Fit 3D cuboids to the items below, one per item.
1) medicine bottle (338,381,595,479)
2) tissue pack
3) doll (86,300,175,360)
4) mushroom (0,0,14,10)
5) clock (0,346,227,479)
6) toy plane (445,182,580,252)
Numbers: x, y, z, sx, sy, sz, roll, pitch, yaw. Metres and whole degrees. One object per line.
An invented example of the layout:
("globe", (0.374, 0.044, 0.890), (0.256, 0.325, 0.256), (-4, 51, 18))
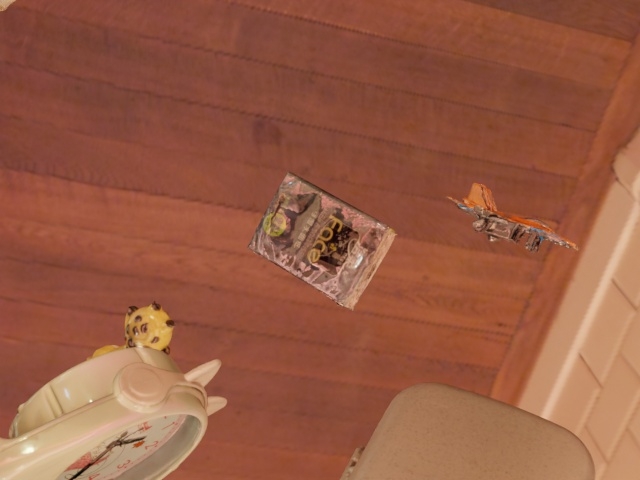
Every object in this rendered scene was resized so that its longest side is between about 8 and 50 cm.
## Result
("medicine bottle", (0.135, 0.323, 0.996), (0.282, 0.375, 0.123), (19, 133, 16))
("tissue pack", (0.000, 0.000, 1.767), (0.235, 0.073, 0.173), (31, 91, 22))
("doll", (-0.367, 0.215, 1.824), (0.117, 0.086, 0.291), (55, 130, 12))
("mushroom", (-0.467, -0.396, 1.306), (0.059, 0.202, 0.054), (-31, 156, 5))
("clock", (-0.268, 0.242, 1.177), (0.324, 0.108, 0.265), (-27, 152, -19))
("toy plane", (0.259, -0.016, 1.282), (0.062, 0.188, 0.135), (-56, 149, 5))
